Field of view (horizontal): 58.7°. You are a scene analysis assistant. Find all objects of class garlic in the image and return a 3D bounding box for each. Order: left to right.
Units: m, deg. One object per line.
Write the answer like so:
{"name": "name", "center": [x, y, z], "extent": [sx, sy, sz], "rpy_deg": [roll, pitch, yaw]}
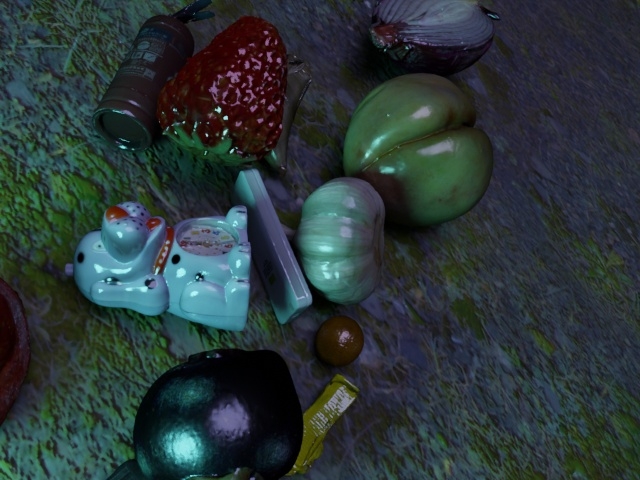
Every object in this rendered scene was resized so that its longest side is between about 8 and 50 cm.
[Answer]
{"name": "garlic", "center": [0.000, 0.000, 0.953], "extent": [0.212, 0.218, 0.218], "rpy_deg": [5, 53, 20]}

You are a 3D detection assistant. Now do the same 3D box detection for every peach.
{"name": "peach", "center": [0.177, -0.164, 1.068], "extent": [0.293, 0.247, 0.292], "rpy_deg": [1, 86, -16]}

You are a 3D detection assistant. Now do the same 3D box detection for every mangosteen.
{"name": "mangosteen", "center": [-0.123, 0.251, 0.708], "extent": [0.243, 0.243, 0.242], "rpy_deg": [11, 59, -20]}

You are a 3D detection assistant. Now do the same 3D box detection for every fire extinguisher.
{"name": "fire extinguisher", "center": [-0.274, -0.316, 1.002], "extent": [0.102, 0.138, 0.343], "rpy_deg": [56, 38, -47]}

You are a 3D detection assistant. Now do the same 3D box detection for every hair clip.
{"name": "hair clip", "center": [-0.013, 0.275, 0.849], "extent": [0.072, 0.046, 0.173], "rpy_deg": [36, 52, 9]}

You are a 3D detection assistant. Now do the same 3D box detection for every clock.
{"name": "clock", "center": [-0.230, 0.035, 0.818], "extent": [0.254, 0.189, 0.188], "rpy_deg": [7, 60, -15]}

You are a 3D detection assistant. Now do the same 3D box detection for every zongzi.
{"name": "zongzi", "center": [-0.069, -0.238, 1.068], "extent": [0.194, 0.099, 0.197], "rpy_deg": [-39, 87, -20]}

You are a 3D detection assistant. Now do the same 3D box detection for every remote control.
{"name": "remote control", "center": [-0.086, 0.009, 0.929], "extent": [0.034, 0.103, 0.250], "rpy_deg": [-14, 69, -28]}

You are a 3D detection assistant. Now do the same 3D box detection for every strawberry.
{"name": "strawberry", "center": [-0.139, -0.245, 0.921], "extent": [0.205, 0.205, 0.244], "rpy_deg": [24, 82, -12]}

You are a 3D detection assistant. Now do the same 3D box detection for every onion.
{"name": "onion", "center": [0.212, -0.456, 1.297], "extent": [0.349, 0.159, 0.267], "rpy_deg": [-28, 66, -27]}

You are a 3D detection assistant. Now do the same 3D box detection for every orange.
{"name": "orange", "center": [0.030, 0.163, 0.918], "extent": [0.085, 0.085, 0.084], "rpy_deg": [11, 59, -20]}

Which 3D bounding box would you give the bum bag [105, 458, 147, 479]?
{"name": "bum bag", "center": [-0.277, 0.354, 0.683], "extent": [0.087, 0.049, 0.198], "rpy_deg": [34, 51, 25]}

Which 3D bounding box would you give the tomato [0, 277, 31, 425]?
{"name": "tomato", "center": [-0.450, 0.144, 0.639], "extent": [0.140, 0.200, 0.233], "rpy_deg": [3, 45, 13]}
